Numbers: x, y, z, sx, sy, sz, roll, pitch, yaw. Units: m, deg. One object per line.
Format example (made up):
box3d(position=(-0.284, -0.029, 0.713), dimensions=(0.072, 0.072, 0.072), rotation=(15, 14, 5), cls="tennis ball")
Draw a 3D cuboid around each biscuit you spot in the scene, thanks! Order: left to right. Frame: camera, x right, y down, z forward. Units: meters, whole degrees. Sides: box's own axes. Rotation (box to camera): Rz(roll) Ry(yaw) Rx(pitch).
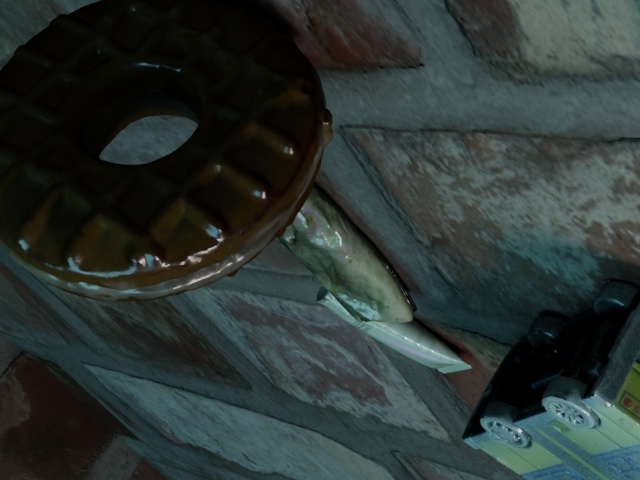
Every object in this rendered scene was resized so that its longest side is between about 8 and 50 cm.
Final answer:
box3d(position=(-0.158, -0.092, 1.177), dimensions=(0.332, 0.332, 0.103), rotation=(23, 154, 21), cls="biscuit")

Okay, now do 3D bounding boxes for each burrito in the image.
box3d(position=(0.003, -0.002, 1.478), dimensions=(0.096, 0.066, 0.309), rotation=(1, 145, 46), cls="burrito")

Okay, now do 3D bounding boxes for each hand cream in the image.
box3d(position=(0.089, 0.108, 1.611), dimensions=(0.205, 0.050, 0.078), rotation=(33, 157, -13), cls="hand cream")

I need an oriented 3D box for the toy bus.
box3d(position=(0.295, 0.171, 1.346), dimensions=(0.190, 0.152, 0.312), rotation=(35, 156, -6), cls="toy bus")
